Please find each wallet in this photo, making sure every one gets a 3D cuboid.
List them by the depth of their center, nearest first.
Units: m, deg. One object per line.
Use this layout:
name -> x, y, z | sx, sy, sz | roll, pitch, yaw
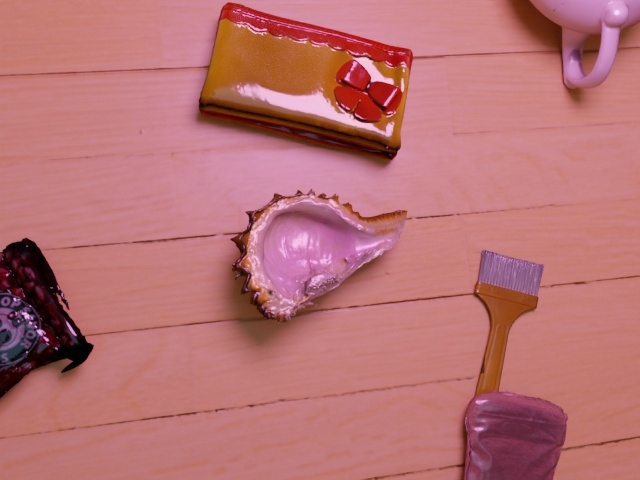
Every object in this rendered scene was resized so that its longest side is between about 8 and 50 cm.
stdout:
wallet -> -0.011, -0.189, 0.839 | 0.241, 0.067, 0.141 | 12, 81, -8

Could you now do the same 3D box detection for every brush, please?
brush -> 0.217, 0.119, 0.877 | 0.083, 0.011, 0.205 | 15, 83, -10

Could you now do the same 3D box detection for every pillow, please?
pillow -> 0.222, 0.287, 0.848 | 0.135, 0.034, 0.211 | 13, 83, -7

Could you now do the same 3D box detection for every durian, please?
durian -> -0.001, 0.009, 0.820 | 0.224, 0.078, 0.140 | -18, 75, -22

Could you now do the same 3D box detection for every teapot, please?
teapot -> 0.332, -0.340, 0.882 | 0.204, 0.139, 0.298 | 5, 81, -11

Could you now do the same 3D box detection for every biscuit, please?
biscuit -> -0.365, 0.118, 0.744 | 0.235, 0.063, 0.151 | -36, 92, -14
